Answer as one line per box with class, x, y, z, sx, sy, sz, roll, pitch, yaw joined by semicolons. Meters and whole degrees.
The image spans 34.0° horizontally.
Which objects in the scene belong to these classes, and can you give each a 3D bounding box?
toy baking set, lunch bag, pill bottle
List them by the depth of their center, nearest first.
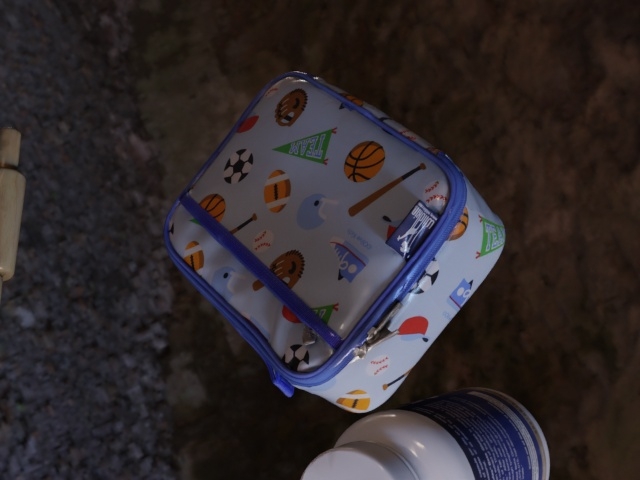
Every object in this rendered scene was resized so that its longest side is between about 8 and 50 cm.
pill bottle;0.061;0.142;0.613;0.169;0.094;0.094;0;63;-57
toy baking set;-0.250;-0.063;0.720;0.196;0.030;0.256;76;13;-61
lunch bag;0.000;0.000;0.928;0.115;0.243;0.303;38;2;-46
